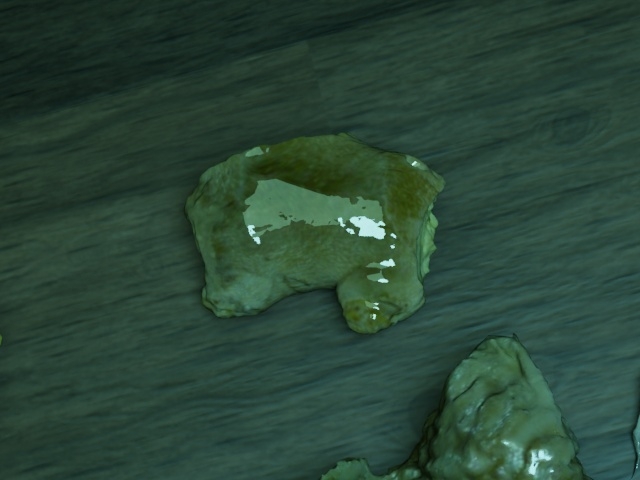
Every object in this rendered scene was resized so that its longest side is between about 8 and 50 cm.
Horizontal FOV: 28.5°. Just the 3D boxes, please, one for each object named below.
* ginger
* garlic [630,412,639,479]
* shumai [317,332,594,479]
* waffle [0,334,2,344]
[{"bbox_3d":[0.000,0.000,1.259,0.276,0.130,0.221,-28,79,5],"label":"ginger"},{"bbox_3d":[0.476,0.110,1.147,0.340,0.231,0.245,4,101,40],"label":"garlic"},{"bbox_3d":[0.115,0.270,1.077,0.263,0.267,0.314,-24,64,-2],"label":"shumai"},{"bbox_3d":[-0.530,0.129,1.314,0.382,0.095,0.379,32,79,20],"label":"waffle"}]
